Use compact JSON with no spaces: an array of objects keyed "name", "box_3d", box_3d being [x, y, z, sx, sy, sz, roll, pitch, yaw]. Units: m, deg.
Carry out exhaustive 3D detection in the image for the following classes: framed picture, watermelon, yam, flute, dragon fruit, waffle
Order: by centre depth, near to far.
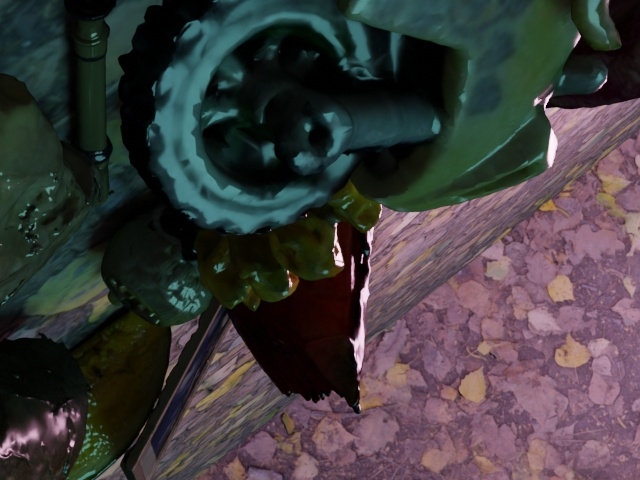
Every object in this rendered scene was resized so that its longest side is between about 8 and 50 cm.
[{"name":"flute","box_3d":[-0.134,-0.074,0.626,0.027,0.027,0.233,-34,168,-22]},{"name":"waffle","box_3d":[0.000,-0.065,0.685,0.229,0.057,0.219,-45,-152,22]},{"name":"yam","box_3d":[-0.271,0.147,0.771,0.154,0.154,0.254,-40,171,8]},{"name":"dragon fruit","box_3d":[-0.021,-0.005,0.881,0.343,0.100,0.282,133,-32,-77]},{"name":"watermelon","box_3d":[-0.265,0.171,1.071,0.301,0.123,0.129,-36,136,-10]},{"name":"framed picture","box_3d":[-0.133,0.126,1.129,0.209,0.019,0.281,109,7,-71]}]

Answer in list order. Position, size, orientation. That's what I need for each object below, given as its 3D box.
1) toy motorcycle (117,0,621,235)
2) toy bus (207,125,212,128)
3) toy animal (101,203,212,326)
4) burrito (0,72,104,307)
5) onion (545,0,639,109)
[{"name":"toy motorcycle","box_3d":[0.084,-0.168,0.481,0.237,0.169,0.410,19,109,-53]},{"name":"toy bus","box_3d":[-0.040,-0.112,0.639,0.192,0.077,0.065,-44,171,32]},{"name":"toy animal","box_3d":[-0.127,0.019,0.866,0.098,0.098,0.137,-34,-172,-24]},{"name":"burrito","box_3d":[-0.257,0.045,0.532,0.348,0.107,0.175,-38,155,-15]},{"name":"onion","box_3d":[0.168,-0.208,0.625,0.247,0.111,0.250,15,-101,58]}]
